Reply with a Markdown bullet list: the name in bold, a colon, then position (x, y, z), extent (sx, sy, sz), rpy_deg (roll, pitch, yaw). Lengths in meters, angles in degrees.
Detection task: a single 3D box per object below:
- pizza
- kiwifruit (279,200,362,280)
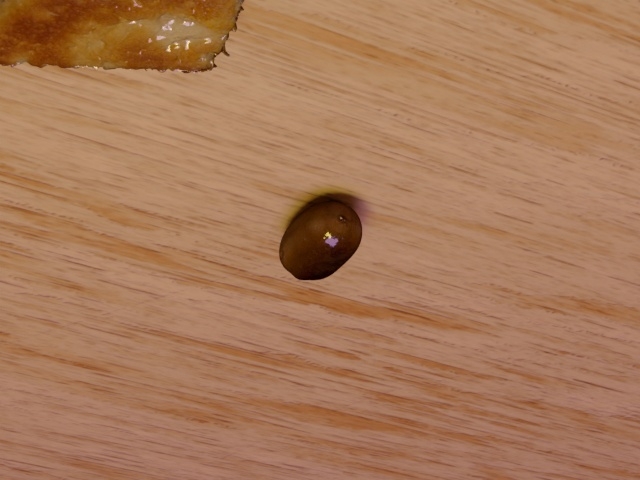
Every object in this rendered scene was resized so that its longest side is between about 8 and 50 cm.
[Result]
- **pizza**: position (-0.169, -0.223, 1.588), extent (0.336, 0.086, 0.226), rpy_deg (-18, 149, 28)
- **kiwifruit**: position (0.000, 0.000, 1.972), extent (0.075, 0.075, 0.124), rpy_deg (12, 151, -20)
